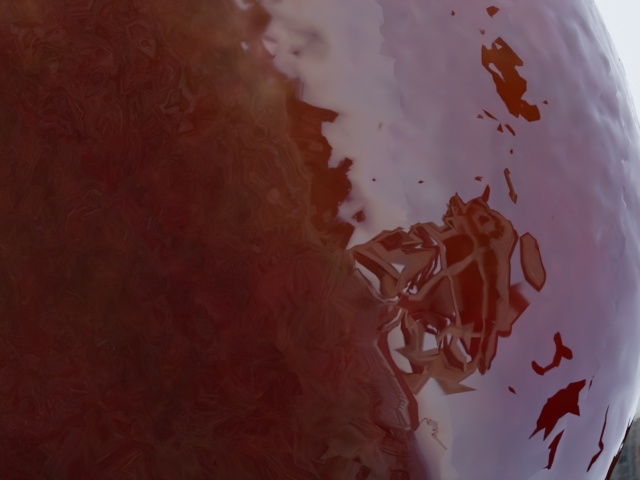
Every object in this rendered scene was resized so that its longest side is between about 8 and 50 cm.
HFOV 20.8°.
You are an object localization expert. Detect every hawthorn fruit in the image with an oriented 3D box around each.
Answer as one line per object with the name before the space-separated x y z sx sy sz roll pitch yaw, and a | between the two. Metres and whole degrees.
hawthorn fruit | -0.025 -0.011 0.567 0.311 0.295 0.295 37 -45 46

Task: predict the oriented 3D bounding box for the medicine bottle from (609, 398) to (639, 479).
medicine bottle | 0.218 0.251 1.333 0.306 0.245 0.245 -21 -99 29
